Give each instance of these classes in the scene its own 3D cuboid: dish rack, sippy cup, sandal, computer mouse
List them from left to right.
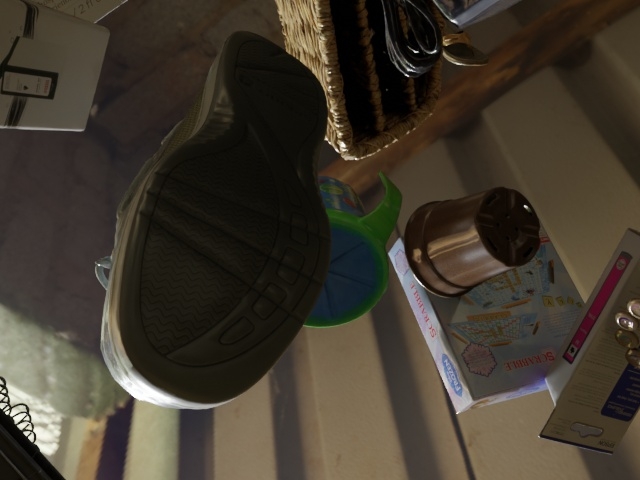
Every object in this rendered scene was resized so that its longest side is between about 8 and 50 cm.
[{"bbox_3d":[-0.327,0.134,0.699,0.074,0.208,0.271,-37,-156,-16],"label":"dish rack"},{"bbox_3d":[0.000,0.000,1.419,0.306,0.240,0.224,-6,-148,3],"label":"sippy cup"},{"bbox_3d":[0.275,-0.410,1.594,0.072,0.049,0.180,-17,-130,-21],"label":"sandal"},{"bbox_3d":[0.136,-0.258,0.635,0.072,0.188,0.272,-29,-169,-34],"label":"computer mouse"}]

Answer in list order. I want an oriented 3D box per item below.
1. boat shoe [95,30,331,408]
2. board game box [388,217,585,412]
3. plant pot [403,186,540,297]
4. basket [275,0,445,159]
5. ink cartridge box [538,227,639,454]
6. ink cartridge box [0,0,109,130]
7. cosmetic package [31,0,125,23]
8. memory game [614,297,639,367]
[{"bbox_3d":[-0.066,-0.019,0.501,0.103,0.118,0.320,-46,-154,35],"label":"boat shoe"},{"bbox_3d":[0.323,0.120,1.402,0.066,0.319,0.317,119,-43,-52],"label":"board game box"},{"bbox_3d":[0.245,-0.004,1.238,0.165,0.167,0.166,-26,-144,59],"label":"plant pot"},{"bbox_3d":[0.071,-0.283,1.009,0.214,0.299,0.223,-15,-155,-12],"label":"basket"},{"bbox_3d":[0.496,0.173,1.290,0.370,0.176,0.069,-66,-154,12],"label":"ink cartridge box"},{"bbox_3d":[-0.253,-0.132,0.503,0.203,0.148,0.085,-36,145,-78],"label":"ink cartridge box"},{"bbox_3d":[-0.569,-0.579,1.366,0.328,0.393,0.329,26,-121,30],"label":"cosmetic package"},{"bbox_3d":[0.521,0.156,1.150,0.012,0.186,0.186,-40,-152,-31],"label":"memory game"}]
